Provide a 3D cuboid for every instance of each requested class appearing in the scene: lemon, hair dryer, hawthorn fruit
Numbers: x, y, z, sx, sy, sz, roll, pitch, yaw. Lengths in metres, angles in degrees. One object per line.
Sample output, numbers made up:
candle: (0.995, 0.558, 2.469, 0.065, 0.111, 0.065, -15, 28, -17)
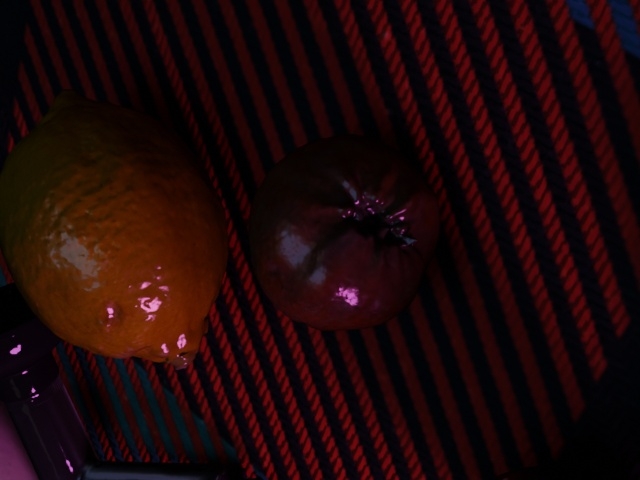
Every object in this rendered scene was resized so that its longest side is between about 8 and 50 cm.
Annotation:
lemon: (-0.172, -0.008, 1.118, 0.188, 0.188, 0.257, -32, 79, 45)
hair dryer: (-0.194, 0.174, 1.308, 0.284, 0.156, 0.320, -22, 106, 25)
hawthorn fruit: (-0.001, 0.004, 0.998, 0.189, 0.149, 0.149, -30, 87, 41)

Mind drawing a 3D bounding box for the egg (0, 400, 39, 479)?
egg: (-0.368, 0.292, 1.431, 0.161, 0.206, 0.271, 12, 137, 1)

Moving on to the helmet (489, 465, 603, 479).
helmet: (0.153, 0.256, 0.931, 0.189, 0.193, 0.216, 53, 151, 14)
